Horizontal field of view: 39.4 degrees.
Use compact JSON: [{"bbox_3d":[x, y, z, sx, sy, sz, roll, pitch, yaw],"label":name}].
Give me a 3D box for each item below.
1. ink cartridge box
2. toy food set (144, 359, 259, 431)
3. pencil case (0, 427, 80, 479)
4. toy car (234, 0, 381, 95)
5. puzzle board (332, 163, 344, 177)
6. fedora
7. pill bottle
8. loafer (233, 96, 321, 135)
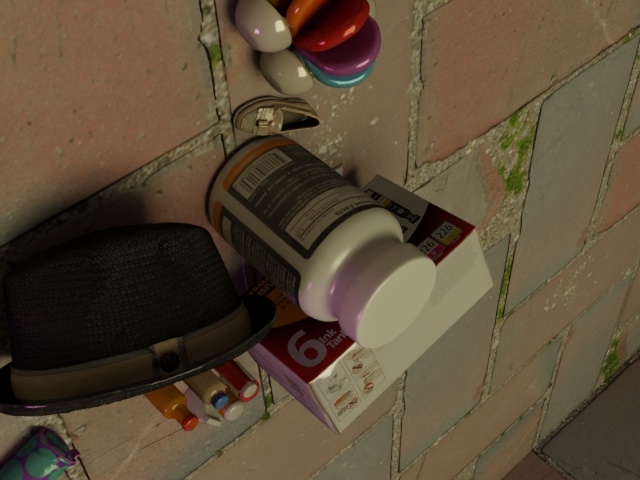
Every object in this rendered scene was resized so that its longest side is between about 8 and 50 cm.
[{"bbox_3d":[0.032,0.066,1.258,0.309,0.272,0.130,-42,135,-16],"label":"ink cartridge box"},{"bbox_3d":[-0.151,0.232,1.323,0.111,0.104,0.232,-50,148,-1],"label":"toy food set"},{"bbox_3d":[-0.385,0.317,1.152,0.151,0.064,0.070,-47,132,-5],"label":"pencil case"},{"bbox_3d":[0.007,-0.242,1.008,0.159,0.136,0.182,-46,148,-10],"label":"toy car"},{"bbox_3d":[0.000,-0.043,1.322,0.096,0.011,0.128,-32,144,-27],"label":"puzzle board"},{"bbox_3d":[-0.221,0.066,0.985,0.334,0.334,0.152,-20,102,-40],"label":"fedora"},{"bbox_3d":[0.000,0.000,1.112,0.162,0.278,0.162,-32,144,-27],"label":"pill bottle"},{"bbox_3d":[-0.051,-0.153,1.118,0.125,0.039,0.045,-15,134,-44],"label":"loafer"}]
